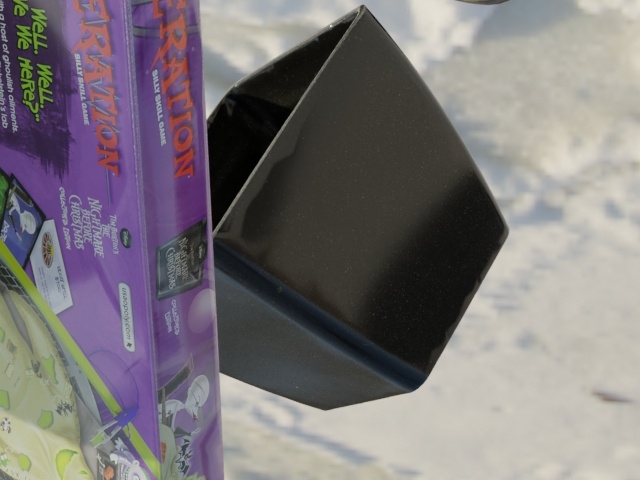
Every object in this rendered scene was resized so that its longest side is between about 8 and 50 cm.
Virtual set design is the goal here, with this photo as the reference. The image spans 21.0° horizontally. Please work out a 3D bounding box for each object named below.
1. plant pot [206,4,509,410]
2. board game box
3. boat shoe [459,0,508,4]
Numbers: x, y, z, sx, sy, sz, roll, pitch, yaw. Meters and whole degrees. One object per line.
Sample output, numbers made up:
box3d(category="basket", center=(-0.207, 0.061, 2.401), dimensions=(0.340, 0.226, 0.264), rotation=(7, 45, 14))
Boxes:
box3d(category="plant pot", center=(0.000, 0.000, 1.053), dimensions=(0.167, 0.187, 0.188), rotation=(39, 154, -15))
box3d(category="board game box", center=(-0.137, -0.002, 0.723), dimensions=(0.208, 0.347, 0.056), rotation=(20, -146, 34))
box3d(category="boat shoe", center=(-0.009, -0.247, 1.098), dimensions=(0.341, 0.122, 0.110), rotation=(9, 142, -14))
